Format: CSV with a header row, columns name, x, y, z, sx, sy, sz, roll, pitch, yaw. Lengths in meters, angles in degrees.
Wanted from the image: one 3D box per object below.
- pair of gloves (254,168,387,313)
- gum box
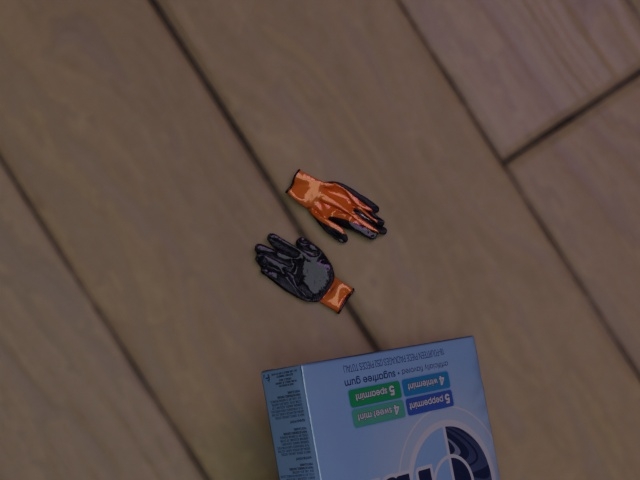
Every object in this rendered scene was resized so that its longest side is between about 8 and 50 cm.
name,x,y,z,sx,sy,sz,roll,pitch,yaw
pair of gloves,0.000,0.000,0.890,0.074,0.010,0.083,29,85,-2
gum box,0.049,0.160,0.818,0.157,0.041,0.184,-4,82,-43
